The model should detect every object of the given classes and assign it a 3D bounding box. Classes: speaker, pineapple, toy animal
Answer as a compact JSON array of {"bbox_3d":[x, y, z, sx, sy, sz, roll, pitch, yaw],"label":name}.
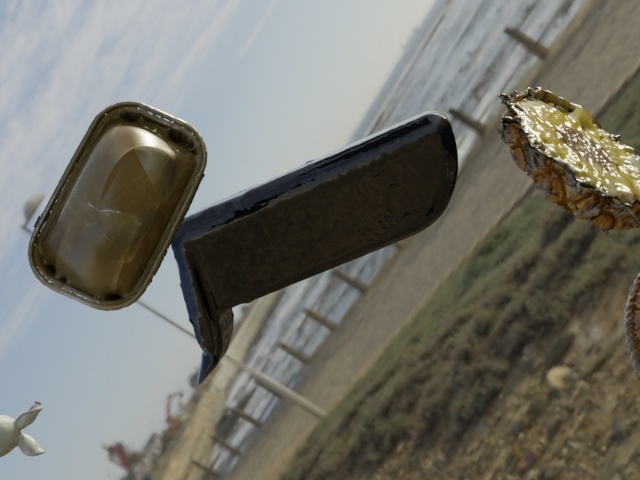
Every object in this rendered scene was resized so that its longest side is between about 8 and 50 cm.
[{"bbox_3d":[0.000,0.000,1.244,0.388,0.184,0.180,-24,5,9],"label":"speaker"},{"bbox_3d":[0.267,-0.088,1.112,0.047,0.221,0.221,-55,3,32],"label":"pineapple"},{"bbox_3d":[-0.438,0.260,1.390,0.124,0.085,0.071,-13,-79,-52],"label":"toy animal"}]

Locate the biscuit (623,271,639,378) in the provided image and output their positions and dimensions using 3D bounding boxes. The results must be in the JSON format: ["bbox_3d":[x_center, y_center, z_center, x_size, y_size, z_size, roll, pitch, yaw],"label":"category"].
[{"bbox_3d":[0.488,0.106,1.161,0.305,0.305,0.038,-59,-22,-30],"label":"biscuit"}]

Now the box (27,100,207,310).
[{"bbox_3d":[-0.170,-0.028,0.894,0.111,0.111,0.177,129,166,-76],"label":"box"}]
